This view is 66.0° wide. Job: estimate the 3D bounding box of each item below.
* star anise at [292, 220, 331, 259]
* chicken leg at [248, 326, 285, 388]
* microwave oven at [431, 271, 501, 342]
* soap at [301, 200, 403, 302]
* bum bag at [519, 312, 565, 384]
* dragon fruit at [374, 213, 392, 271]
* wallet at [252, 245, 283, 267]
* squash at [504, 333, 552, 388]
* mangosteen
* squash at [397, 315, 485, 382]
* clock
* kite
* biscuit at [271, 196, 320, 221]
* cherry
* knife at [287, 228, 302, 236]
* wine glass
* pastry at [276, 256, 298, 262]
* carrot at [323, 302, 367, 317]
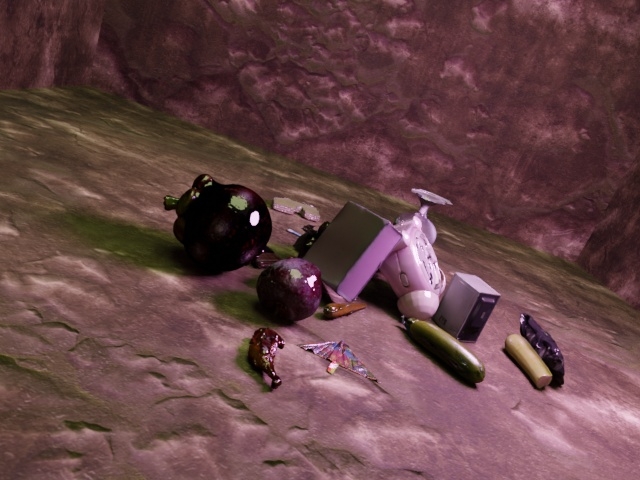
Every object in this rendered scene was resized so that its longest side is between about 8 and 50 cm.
[{"bbox_3d":[-0.004,0.001,1.918,0.213,0.129,0.283,-9,-9,-22],"label":"star anise"},{"bbox_3d":[-0.130,0.271,1.192,0.090,0.048,0.219,15,18,-8],"label":"chicken leg"},{"bbox_3d":[0.523,0.241,1.763,0.129,0.205,0.163,10,22,-30],"label":"microwave oven"},{"bbox_3d":[0.098,0.029,1.691,0.107,0.296,0.285,38,1,-31],"label":"soap"},{"bbox_3d":[0.807,0.390,1.783,0.095,0.144,0.340,-21,16,7],"label":"bum bag"},{"bbox_3d":[0.207,0.008,2.066,0.244,0.244,0.299,4,31,-42],"label":"dragon fruit"},{"bbox_3d":[-0.243,0.029,1.781,0.124,0.042,0.230,-2,27,-46],"label":"wallet"},{"bbox_3d":[0.714,0.411,1.699,0.083,0.083,0.250,17,21,-14],"label":"squash"},{"bbox_3d":[-0.300,-0.060,1.537,0.297,0.297,0.313,-9,74,-57],"label":"mangosteen"},{"bbox_3d":[0.378,0.327,1.551,0.087,0.087,0.331,3,23,-44],"label":"squash"},{"bbox_3d":[0.336,0.106,1.815,0.325,0.184,0.342,62,31,-5],"label":"clock"},{"bbox_3d":[0.058,0.316,1.333,0.241,0.014,0.183,26,19,10],"label":"kite"},{"bbox_3d":[-0.124,-0.159,2.452,0.250,0.046,0.147,17,20,-17],"label":"biscuit"},{"bbox_3d":[-0.085,0.136,1.429,0.195,0.195,0.195,19,18,-6],"label":"cherry"},{"bbox_3d":[-0.101,-0.026,2.152,0.096,0.010,0.027,26,18,8],"label":"knife"},{"bbox_3d":[0.487,-0.081,2.467,0.238,0.322,0.238,19,20,-7],"label":"wine glass"},{"bbox_3d":[-0.104,0.111,1.620,0.115,0.097,0.208,39,21,19],"label":"pastry"},{"bbox_3d":[0.088,0.221,1.602,0.049,0.049,0.254,33,17,31],"label":"carrot"}]
